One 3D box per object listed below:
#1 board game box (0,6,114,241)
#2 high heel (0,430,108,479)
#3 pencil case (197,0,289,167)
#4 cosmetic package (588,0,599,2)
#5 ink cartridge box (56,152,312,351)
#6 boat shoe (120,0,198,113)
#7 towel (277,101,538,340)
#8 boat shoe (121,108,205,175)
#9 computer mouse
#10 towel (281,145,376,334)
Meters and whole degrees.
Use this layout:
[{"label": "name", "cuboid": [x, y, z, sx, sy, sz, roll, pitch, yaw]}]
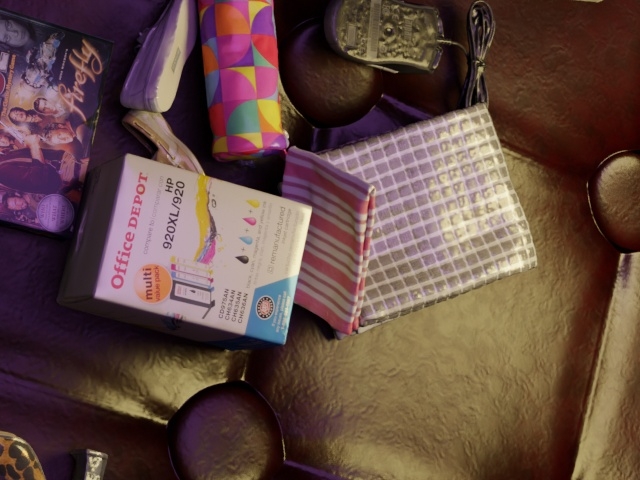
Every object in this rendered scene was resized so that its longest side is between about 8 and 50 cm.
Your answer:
[{"label": "board game box", "cuboid": [-0.345, -0.136, 1.590, 0.165, 0.042, 0.243, 14, 78, -23]}, {"label": "high heel", "cuboid": [-0.358, 0.306, 1.501, 0.261, 0.093, 0.186, 17, 71, -32]}, {"label": "pencil case", "cuboid": [-0.095, -0.207, 1.683, 0.104, 0.104, 0.236, -4, 85, -26]}, {"label": "cosmetic package", "cuboid": [0.300, -0.393, 1.913, 0.239, 0.060, 0.098, 1, 82, -25]}, {"label": "ink cartridge box", "cuboid": [-0.160, 0.018, 1.589, 0.233, 0.168, 0.171, 16, 78, -22]}, {"label": "boat shoe", "cuboid": [-0.195, -0.230, 1.659, 0.063, 0.066, 0.184, 4, 62, 16]}, {"label": "towel", "cuboid": [0.113, -0.028, 1.728, 0.284, 0.121, 0.235, -20, 92, -16]}, {"label": "boat shoe", "cuboid": [-0.189, -0.105, 1.659, 0.045, 0.050, 0.135, -39, 91, -20]}, {"label": "computer mouse", "cuboid": [0.110, -0.231, 1.813, 0.262, 0.060, 0.184, -1, 92, -28]}, {"label": "towel", "cuboid": [0.000, 0.000, 1.644, 0.029, 0.144, 0.197, -16, 122, -42]}]
